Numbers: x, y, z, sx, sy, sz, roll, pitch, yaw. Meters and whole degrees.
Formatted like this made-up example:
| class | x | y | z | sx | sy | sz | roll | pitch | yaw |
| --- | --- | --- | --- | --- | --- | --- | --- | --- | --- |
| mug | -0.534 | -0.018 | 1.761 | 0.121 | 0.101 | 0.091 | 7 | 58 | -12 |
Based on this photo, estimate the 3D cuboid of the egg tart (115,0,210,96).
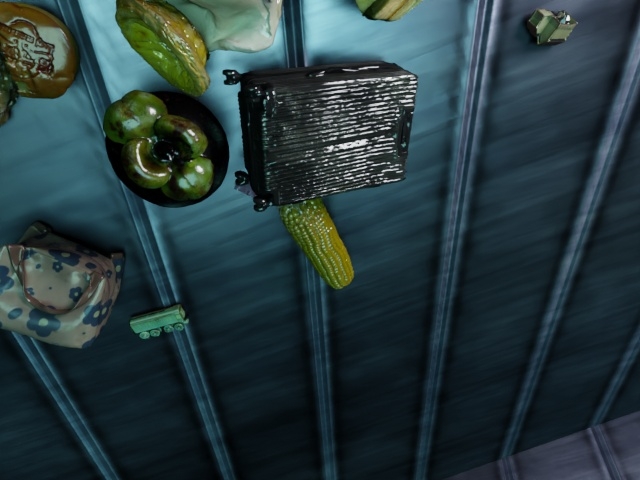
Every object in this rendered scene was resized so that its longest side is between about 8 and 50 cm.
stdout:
| class | x | y | z | sx | sy | sz | roll | pitch | yaw |
| --- | --- | --- | --- | --- | --- | --- | --- | --- | --- |
| egg tart | -0.258 | -0.337 | 0.704 | 0.191 | 0.191 | 0.074 | 43 | 75 | -30 |

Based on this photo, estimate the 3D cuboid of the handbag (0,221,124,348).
| class | x | y | z | sx | sy | sz | roll | pitch | yaw |
| --- | --- | --- | --- | --- | --- | --- | --- | --- | --- |
| handbag | -0.576 | 0.093 | 0.901 | 0.251 | 0.190 | 0.193 | 25 | 104 | -19 |

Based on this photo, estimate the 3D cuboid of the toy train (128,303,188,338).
| class | x | y | z | sx | sy | sz | roll | pitch | yaw |
| --- | --- | --- | --- | --- | --- | --- | --- | --- | --- |
| toy train | -0.424 | 0.215 | 1.085 | 0.147 | 0.038 | 0.071 | -15 | 121 | 0 |

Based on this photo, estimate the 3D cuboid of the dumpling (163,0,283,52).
| class | x | y | z | sx | sy | sz | roll | pitch | yaw |
| --- | --- | --- | --- | --- | --- | --- | --- | --- | --- |
| dumpling | -0.178 | -0.464 | 0.647 | 0.242 | 0.187 | 0.318 | 4 | 133 | 27 |

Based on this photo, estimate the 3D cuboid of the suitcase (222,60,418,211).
| class | x | y | z | sx | sy | sz | roll | pitch | yaw |
| --- | --- | --- | --- | --- | --- | --- | --- | --- | --- |
| suitcase | 0.006 | -0.212 | 0.791 | 0.334 | 0.152 | 0.230 | -14 | 127 | -21 |

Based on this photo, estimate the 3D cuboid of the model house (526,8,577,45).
| class | x | y | z | sx | sy | sz | roll | pitch | yaw |
| --- | --- | --- | --- | --- | --- | --- | --- | --- | --- |
| model house | 0.460 | -0.427 | 0.837 | 0.083 | 0.057 | 0.058 | -15 | 153 | -23 |

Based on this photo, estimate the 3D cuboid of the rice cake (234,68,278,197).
| class | x | y | z | sx | sy | sz | roll | pitch | yaw |
| --- | --- | --- | --- | --- | --- | --- | --- | --- | --- |
| rice cake | -0.106 | -0.210 | 0.865 | 0.080 | 0.051 | 0.291 | 14 | 118 | -18 |

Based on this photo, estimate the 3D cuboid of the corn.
| class | x | y | z | sx | sy | sz | roll | pitch | yaw |
| --- | --- | --- | --- | --- | --- | --- | --- | --- | --- |
| corn | 0.000 | 0.000 | 0.989 | 0.106 | 0.106 | 0.305 | -27 | 127 | 7 |

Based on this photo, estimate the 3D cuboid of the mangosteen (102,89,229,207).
| class | x | y | z | sx | sy | sz | roll | pitch | yaw |
| --- | --- | --- | --- | --- | --- | --- | --- | --- | --- |
| mangosteen | -0.278 | -0.164 | 0.755 | 0.242 | 0.243 | 0.243 | -5 | 123 | -7 |

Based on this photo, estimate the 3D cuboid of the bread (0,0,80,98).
| class | x | y | z | sx | sy | sz | roll | pitch | yaw |
| --- | --- | --- | --- | --- | --- | --- | --- | --- | --- |
| bread | -0.480 | -0.325 | 0.702 | 0.125 | 0.086 | 0.156 | -17 | 124 | -1 |

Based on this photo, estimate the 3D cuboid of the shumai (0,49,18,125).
| class | x | y | z | sx | sy | sz | roll | pitch | yaw |
| --- | --- | --- | --- | --- | --- | --- | --- | --- | --- |
| shumai | -0.619 | -0.267 | 0.682 | 0.161 | 0.153 | 0.210 | 19 | 120 | -13 |

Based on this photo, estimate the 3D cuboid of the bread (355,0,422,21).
| class | x | y | z | sx | sy | sz | roll | pitch | yaw |
| --- | --- | --- | --- | --- | --- | --- | --- | --- | --- |
| bread | 0.099 | -0.524 | 0.679 | 0.167 | 0.163 | 0.264 | -27 | 97 | 36 |
